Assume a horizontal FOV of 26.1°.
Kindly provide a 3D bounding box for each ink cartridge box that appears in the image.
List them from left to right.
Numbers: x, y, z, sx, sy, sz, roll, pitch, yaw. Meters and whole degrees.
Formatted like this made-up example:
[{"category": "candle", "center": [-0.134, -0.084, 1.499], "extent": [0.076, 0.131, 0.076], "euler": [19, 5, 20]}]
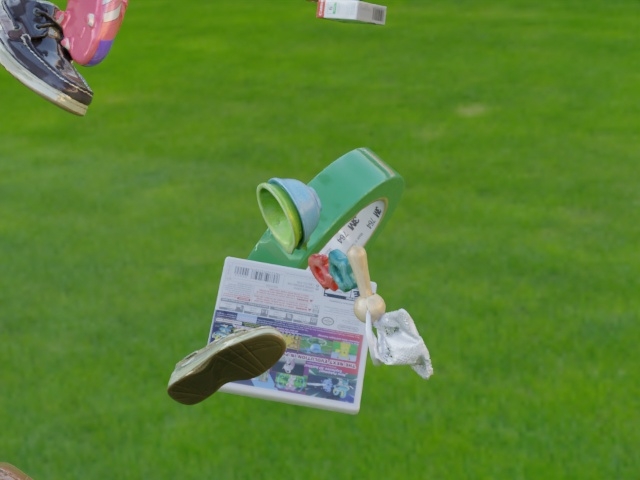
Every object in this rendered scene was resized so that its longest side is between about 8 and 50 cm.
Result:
[{"category": "ink cartridge box", "center": [0.030, -0.324, 1.955], "extent": [0.115, 0.029, 0.063], "euler": [11, 6, 42]}]

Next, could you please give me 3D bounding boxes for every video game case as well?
[{"category": "video game case", "center": [-0.039, 0.120, 1.760], "extent": [0.201, 0.023, 0.183], "euler": [10, 61, -1]}]

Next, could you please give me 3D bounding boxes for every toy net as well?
[{"category": "toy net", "center": [0.017, 0.046, 1.257], "extent": [0.045, 0.122, 0.232], "euler": [-26, 66, -21]}]

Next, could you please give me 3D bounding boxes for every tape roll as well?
[{"category": "tape roll", "center": [0.000, 0.000, 2.178], "extent": [0.077, 0.321, 0.321], "euler": [42, 37, 13]}]

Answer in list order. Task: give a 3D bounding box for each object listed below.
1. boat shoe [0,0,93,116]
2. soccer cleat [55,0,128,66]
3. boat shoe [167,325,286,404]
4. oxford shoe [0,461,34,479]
[{"category": "boat shoe", "center": [-0.361, -0.259, 1.717], "extent": [0.285, 0.092, 0.103], "euler": [45, 9, 36]}, {"category": "soccer cleat", "center": [-0.240, -0.290, 1.559], "extent": [0.095, 0.083, 0.248], "euler": [22, 45, -36]}, {"category": "boat shoe", "center": [-0.099, 0.123, 1.455], "extent": [0.153, 0.056, 0.048], "euler": [-33, 33, 30]}, {"category": "oxford shoe", "center": [-0.157, 0.223, 0.930], "extent": [0.212, 0.076, 0.076], "euler": [43, 23, 3]}]
